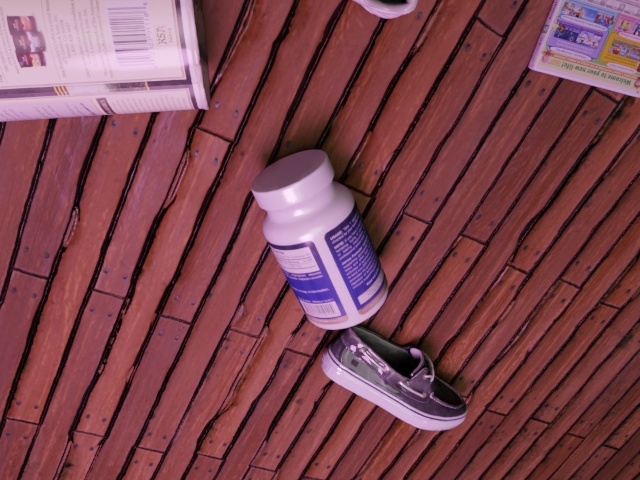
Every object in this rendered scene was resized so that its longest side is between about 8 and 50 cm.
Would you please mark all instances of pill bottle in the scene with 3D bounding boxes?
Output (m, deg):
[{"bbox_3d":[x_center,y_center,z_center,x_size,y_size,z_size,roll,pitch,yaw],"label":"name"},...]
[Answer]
[{"bbox_3d":[0.000,0.000,0.840,0.153,0.153,0.264,-23,119,2],"label":"pill bottle"}]

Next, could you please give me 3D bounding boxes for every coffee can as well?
[{"bbox_3d":[-0.283,-0.250,0.633,0.276,0.201,0.201,-5,118,-8],"label":"coffee can"}]

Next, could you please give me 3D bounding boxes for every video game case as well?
[{"bbox_3d":[0.454,-0.340,0.817,0.213,0.023,0.193,8,115,-15],"label":"video game case"}]

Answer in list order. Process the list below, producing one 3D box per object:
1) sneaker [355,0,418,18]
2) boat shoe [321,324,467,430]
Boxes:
[{"bbox_3d":[0.033,-0.360,0.679,0.232,0.115,0.090,15,114,-17],"label":"sneaker"},{"bbox_3d":[0.168,0.268,1.026,0.335,0.121,0.119,26,114,-19],"label":"boat shoe"}]
